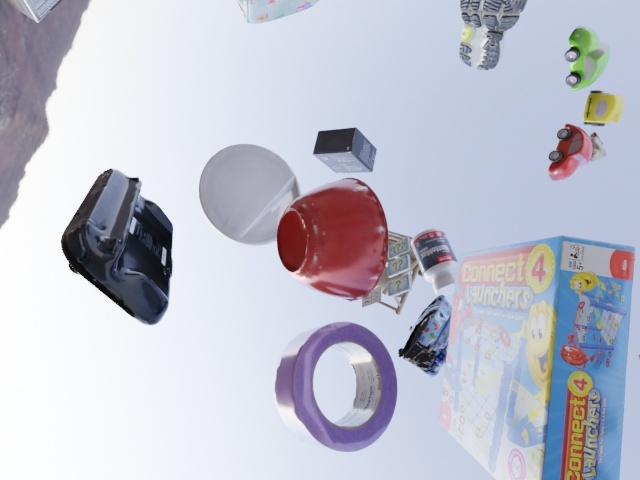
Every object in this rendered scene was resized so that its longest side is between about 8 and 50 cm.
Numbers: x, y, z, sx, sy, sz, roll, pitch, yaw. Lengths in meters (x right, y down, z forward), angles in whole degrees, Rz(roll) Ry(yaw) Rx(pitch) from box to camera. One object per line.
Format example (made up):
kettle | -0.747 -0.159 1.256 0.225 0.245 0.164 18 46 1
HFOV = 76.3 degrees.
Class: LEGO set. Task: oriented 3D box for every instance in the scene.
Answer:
LEGO set | 0.159 0.098 1.225 0.244 0.060 0.183 -29 -138 39

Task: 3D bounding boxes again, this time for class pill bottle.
pill bottle | 0.344 0.065 1.194 0.108 0.107 0.180 -36 -126 30

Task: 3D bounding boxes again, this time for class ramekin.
ramekin | -0.196 -0.110 1.100 0.127 0.272 0.273 153 -51 -65

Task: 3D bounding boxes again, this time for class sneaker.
sneaker | 0.309 -0.429 0.733 0.106 0.275 0.110 21 -96 11

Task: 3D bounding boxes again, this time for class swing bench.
swing bench | 0.233 0.097 1.523 0.253 0.165 0.255 21 -114 43

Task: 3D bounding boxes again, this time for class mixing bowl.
mixing bowl | 0.000 0.000 0.579 0.181 0.098 0.182 5 -84 57

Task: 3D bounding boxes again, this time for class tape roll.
tape roll | 0.025 0.230 0.653 0.080 0.188 0.189 -35 -132 56

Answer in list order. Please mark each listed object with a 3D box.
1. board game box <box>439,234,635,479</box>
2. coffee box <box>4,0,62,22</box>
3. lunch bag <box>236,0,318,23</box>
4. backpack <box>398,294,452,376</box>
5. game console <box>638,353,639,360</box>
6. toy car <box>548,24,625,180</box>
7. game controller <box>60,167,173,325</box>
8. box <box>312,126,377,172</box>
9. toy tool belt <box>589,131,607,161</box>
board game box | 0.277 0.163 0.581 0.308 0.086 0.302 115 -17 -83
coffee box | -0.504 -0.480 0.613 0.098 0.141 0.246 -59 -171 -15
lunch bag | -0.081 -0.595 0.872 0.223 0.108 0.279 -26 -176 -9
backpack | 0.296 0.234 1.040 0.116 0.158 0.173 32 -61 14
game console | 0.709 0.226 0.777 0.144 0.124 0.085 -35 -116 33
toy car | 0.457 -0.246 0.691 0.239 0.225 0.053 -43 -143 -22
game controller | -0.289 -0.005 0.621 0.067 0.167 0.319 -27 -149 -3
box | 0.085 -0.302 1.387 0.155 0.158 0.093 5 -103 35
toy tool belt | 0.606 -0.208 0.922 0.051 0.052 0.083 -35 -154 42
